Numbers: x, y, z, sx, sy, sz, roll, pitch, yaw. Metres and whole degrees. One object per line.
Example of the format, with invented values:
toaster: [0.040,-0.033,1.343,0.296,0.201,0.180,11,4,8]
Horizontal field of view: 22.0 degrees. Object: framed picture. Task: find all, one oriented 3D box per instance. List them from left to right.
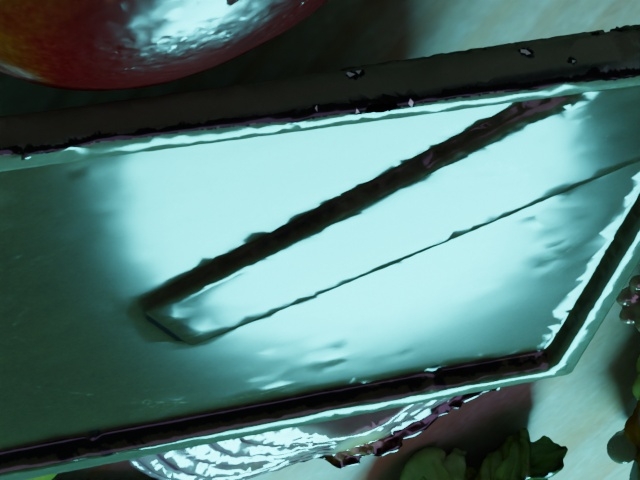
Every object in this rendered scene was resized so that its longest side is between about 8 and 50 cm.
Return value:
framed picture: [-0.023,0.017,0.628,0.335,0.022,0.247,-10,150,-17]

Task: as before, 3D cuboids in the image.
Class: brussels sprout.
brussels sprout: [0.103,0.204,1.127,0.139,0.100,0.181,-17,129,-46]

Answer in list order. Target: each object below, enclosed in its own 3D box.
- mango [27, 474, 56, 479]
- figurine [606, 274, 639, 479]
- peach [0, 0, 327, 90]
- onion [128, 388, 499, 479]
mango: [-0.170,0.080,0.775,0.130,0.092,0.195,-20,153,-18]
figurine: [0.302,0.093,1.015,0.205,0.224,0.382,-26,145,-18]
peach: [-0.064,-0.134,0.501,0.197,0.197,0.197,-20,144,-15]
onion: [0.000,0.000,0.756,0.227,0.120,0.283,-17,151,-14]
